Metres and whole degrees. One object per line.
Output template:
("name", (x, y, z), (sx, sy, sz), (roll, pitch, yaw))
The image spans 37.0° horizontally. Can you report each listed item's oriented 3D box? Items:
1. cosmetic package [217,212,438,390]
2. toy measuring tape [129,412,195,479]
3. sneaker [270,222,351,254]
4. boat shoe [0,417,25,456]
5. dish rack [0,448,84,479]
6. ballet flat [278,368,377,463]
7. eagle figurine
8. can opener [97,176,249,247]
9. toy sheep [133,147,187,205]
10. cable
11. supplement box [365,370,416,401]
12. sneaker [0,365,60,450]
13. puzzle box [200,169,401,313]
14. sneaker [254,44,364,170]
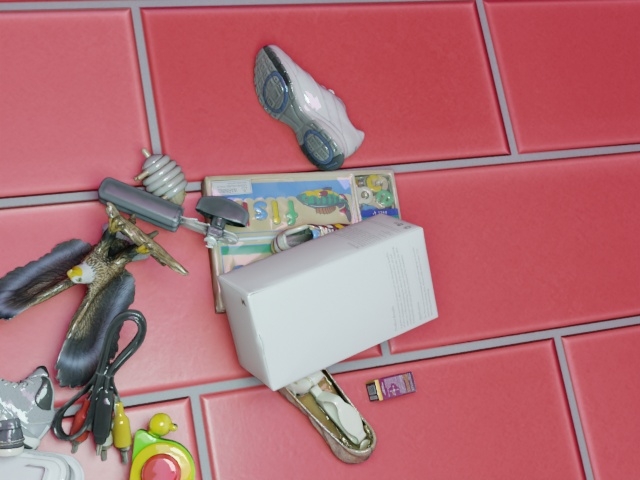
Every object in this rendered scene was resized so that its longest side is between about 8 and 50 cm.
("cosmetic package", (0.018, 0.104, 1.763), (0.365, 0.155, 0.197), (-19, 111, -23))
("toy measuring tape", (-0.283, 0.472, 1.685), (0.121, 0.121, 0.330), (7, 82, -16))
("sneaker", (0.000, 0.000, 1.857), (0.185, 0.084, 0.069), (-11, 80, -20))
("boat shoe", (-0.568, 0.308, 1.598), (0.075, 0.206, 0.065), (-2, 97, -55))
("dish rack", (-0.553, 0.475, 1.525), (0.285, 0.072, 0.333), (4, 56, 10))
("ballet flat", (0.000, 0.289, 1.824), (0.316, 0.106, 0.107), (47, 67, -1))
("eagle figurine", (-0.425, 0.080, 1.725), (0.298, 0.225, 0.226), (-49, 49, 6))
("can opener", (-0.277, -0.059, 1.797), (0.280, 0.074, 0.093), (18, 73, -7))
("toy sheep", (-0.307, -0.121, 1.846), (0.091, 0.091, 0.132), (-39, 108, -23))
("cable", (-0.385, 0.254, 1.688), (0.139, 0.072, 0.287), (11, 93, -3))
("supplement box", (0.139, 0.290, 1.897), (0.083, 0.055, 0.043), (-11, 81, -20))
("sneaker", (-0.550, 0.252, 1.676), (0.228, 0.086, 0.132), (46, 62, -13))
("puzzle box", (-0.026, -0.002, 1.923), (0.409, 0.052, 0.272), (-4, 78, -19))
("sneaker", (-0.027, -0.282, 1.986), (0.129, 0.111, 0.297), (-34, 88, -43))
